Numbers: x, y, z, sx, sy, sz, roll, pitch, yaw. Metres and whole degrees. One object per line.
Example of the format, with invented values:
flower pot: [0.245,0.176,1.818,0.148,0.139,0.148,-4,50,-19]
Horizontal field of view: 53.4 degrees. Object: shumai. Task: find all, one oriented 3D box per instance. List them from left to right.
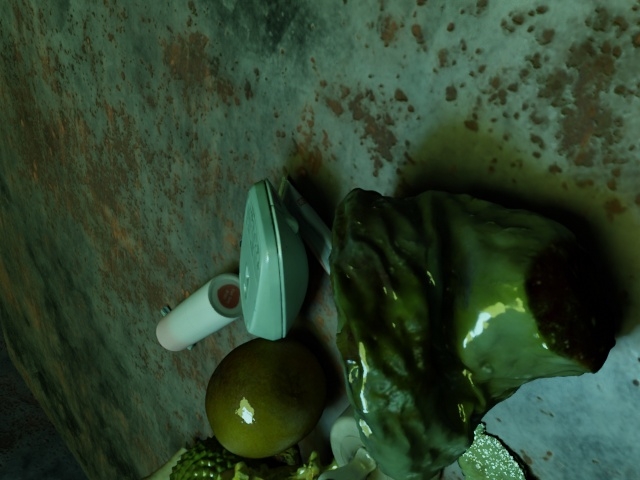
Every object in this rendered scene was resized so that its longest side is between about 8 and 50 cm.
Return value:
shumai: [0.164,0.072,0.680,0.263,0.304,0.310,-12,102,18]

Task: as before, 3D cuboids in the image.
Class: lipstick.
lipstick: [-0.240,0.149,1.266,0.326,0.087,0.087,-33,85,54]

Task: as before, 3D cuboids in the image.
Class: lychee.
lychee: [-0.199,0.546,1.314,0.270,0.270,0.320,35,153,33]

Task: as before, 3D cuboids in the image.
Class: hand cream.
hand cream: [-0.002,0.001,0.931,0.052,0.038,0.216,-48,65,27]

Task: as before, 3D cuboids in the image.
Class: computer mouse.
computer mouse: [-0.064,0.039,0.953,0.289,0.096,0.160,106,157,-51]

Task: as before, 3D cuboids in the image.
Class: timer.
timer: [0.025,0.355,0.913,0.175,0.266,0.175,29,133,38]

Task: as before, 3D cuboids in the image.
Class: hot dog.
hot dog: [-0.110,0.392,1.277,0.169,0.061,0.078,49,143,19]

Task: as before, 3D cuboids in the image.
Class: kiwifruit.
kiwifruit: [-0.097,0.264,1.075,0.196,0.195,0.234,59,147,6]

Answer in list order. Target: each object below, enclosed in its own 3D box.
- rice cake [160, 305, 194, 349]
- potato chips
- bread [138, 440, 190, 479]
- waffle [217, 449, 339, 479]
rice cake: [-0.328,0.201,1.462,0.121,0.021,0.022,47,151,21]
potato chips: [0.240,0.339,0.846,0.209,0.026,0.142,63,147,4]
bread: [-0.335,0.709,1.595,0.315,0.270,0.211,39,152,21]
waffle: [-0.093,0.475,1.121,0.058,0.300,0.282,-124,22,-52]
